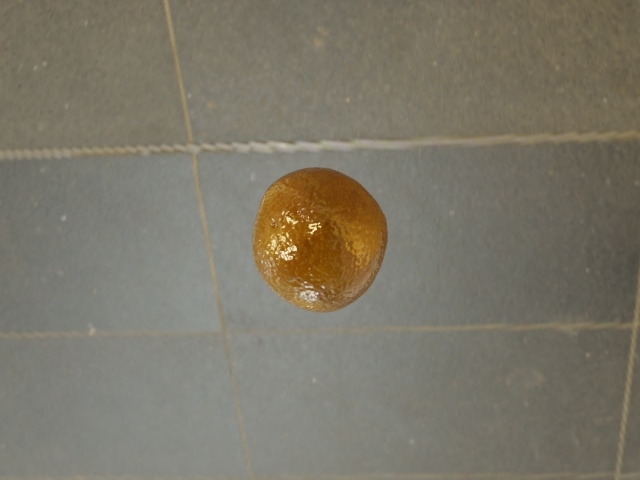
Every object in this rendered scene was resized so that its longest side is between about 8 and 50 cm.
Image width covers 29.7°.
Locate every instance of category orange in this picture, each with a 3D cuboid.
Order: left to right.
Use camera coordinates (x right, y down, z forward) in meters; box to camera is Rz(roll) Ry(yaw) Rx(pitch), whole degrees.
[{"bbox_3d":[0.000,0.000,0.654,0.085,0.085,0.085,2,130,3],"label":"orange"}]
